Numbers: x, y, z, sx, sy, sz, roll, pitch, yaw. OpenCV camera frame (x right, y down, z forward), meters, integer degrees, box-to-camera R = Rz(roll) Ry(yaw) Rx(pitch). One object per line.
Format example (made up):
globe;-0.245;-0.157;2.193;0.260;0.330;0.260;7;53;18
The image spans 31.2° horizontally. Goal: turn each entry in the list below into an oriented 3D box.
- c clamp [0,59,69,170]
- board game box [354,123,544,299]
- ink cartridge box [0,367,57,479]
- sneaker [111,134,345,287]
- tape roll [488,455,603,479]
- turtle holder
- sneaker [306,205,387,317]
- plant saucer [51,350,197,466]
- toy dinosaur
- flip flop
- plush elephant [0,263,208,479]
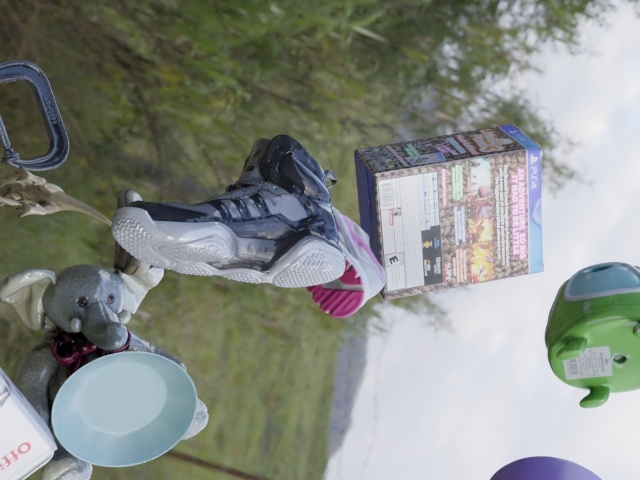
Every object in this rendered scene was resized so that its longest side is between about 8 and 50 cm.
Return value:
c clamp;-0.373;-0.152;1.370;0.022;0.161;0.137;-19;-174;45
board game box;0.221;-0.052;1.962;0.141;0.291;0.232;-118;-159;-65
ink cartridge box;-0.391;0.169;1.143;0.158;0.218;0.092;-36;-149;-11
sneaker;-0.095;-0.041;1.237;0.101;0.268;0.153;-26;-122;55
tape roll;0.296;0.382;1.499;0.189;0.189;0.080;-65;173;29
turtle holder;0.573;0.145;2.132;0.320;0.243;0.227;-33;-146;31
sneaker;0.000;0.000;1.629;0.103;0.252;0.111;-45;158;28
plant saucer;-0.264;0.219;1.543;0.195;0.195;0.037;-66;-153;23
toy dinosaur;-0.302;-0.048;1.275;0.092;0.183;0.053;13;91;-63
flip flop;-0.238;-0.008;1.570;0.277;0.080;0.112;-159;-108;-74
plush elephant;-0.335;0.151;1.698;0.330;0.271;0.255;47;-39;41
